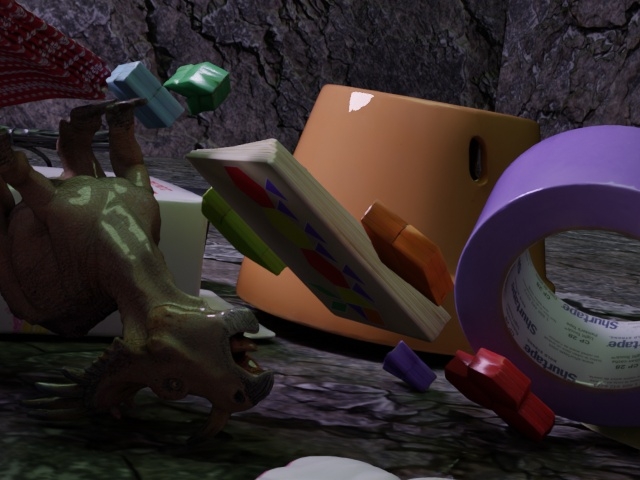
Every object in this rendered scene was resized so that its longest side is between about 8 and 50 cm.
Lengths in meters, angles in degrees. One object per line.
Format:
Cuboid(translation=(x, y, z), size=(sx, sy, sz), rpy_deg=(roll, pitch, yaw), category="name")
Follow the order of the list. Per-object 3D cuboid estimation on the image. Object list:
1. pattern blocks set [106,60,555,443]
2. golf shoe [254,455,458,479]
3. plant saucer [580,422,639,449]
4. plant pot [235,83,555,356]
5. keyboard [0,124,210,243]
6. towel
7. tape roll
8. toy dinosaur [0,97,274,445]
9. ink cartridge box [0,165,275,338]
Cuboid(translation=(0.000, 0.000, 0.805), size=(0.285, 0.026, 0.325), rpy_deg=(18, -27, 54), category="pattern blocks set")
Cuboid(translation=(0.014, 0.120, 0.300), size=(0.140, 0.115, 0.306), rpy_deg=(-3, 5, 20), category="golf shoe")
Cuboid(translation=(0.301, 0.121, 0.888), size=(0.241, 0.037, 0.241), rpy_deg=(6, 7, -1), category="plant saucer")
Cuboid(translation=(0.081, -0.026, 1.102), size=(0.291, 0.203, 0.291), rpy_deg=(9, 7, -1), category="plant pot")
Cuboid(translation=(-0.258, -0.046, 1.152), size=(0.317, 0.201, 0.033), rpy_deg=(4, 48, -13), category="keyboard")
Cuboid(translation=(-0.254, -0.102, 0.675), size=(0.199, 0.031, 0.275), rpy_deg=(-8, -7, 10), category="towel")
Cuboid(translation=(0.189, 0.026, 0.793), size=(0.189, 0.189, 0.080), rpy_deg=(9, 36, 19), category="tape roll")
Cuboid(translation=(-0.156, 0.019, 0.766), size=(0.127, 0.200, 0.295), rpy_deg=(-15, 12, -25), category="toy dinosaur")
Cuboid(translation=(-0.224, 0.002, 1.004), size=(0.353, 0.119, 0.207), rpy_deg=(4, 7, -24), category="ink cartridge box")
